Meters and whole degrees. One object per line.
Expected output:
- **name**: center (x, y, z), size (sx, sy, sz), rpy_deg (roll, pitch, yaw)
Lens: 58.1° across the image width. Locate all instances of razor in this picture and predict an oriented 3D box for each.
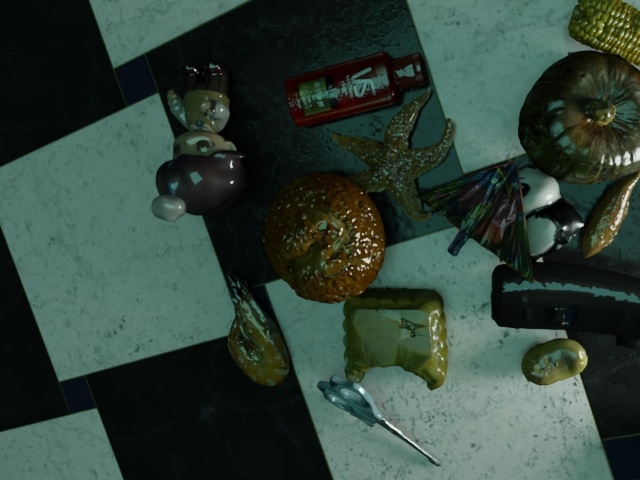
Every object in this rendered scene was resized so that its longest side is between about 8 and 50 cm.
- **razor**: center (0.516, 0.125, 1.177), size (0.327, 0.107, 0.189), rpy_deg (6, 145, 17)

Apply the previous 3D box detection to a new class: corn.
- **corn**: center (0.625, -0.378, 1.091), size (0.313, 0.102, 0.102), rpy_deg (27, 106, 12)

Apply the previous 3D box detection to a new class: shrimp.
- **shrimp**: center (-0.187, 0.233, 1.481), size (0.164, 0.062, 0.317), rpy_deg (-23, 94, 23)

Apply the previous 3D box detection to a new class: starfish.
- **starfish**: center (0.150, -0.186, 1.300), size (0.302, 0.060, 0.299), rpy_deg (0, 102, 19)

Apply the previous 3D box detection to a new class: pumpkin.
- **pumpkin**: center (0.508, -0.227, 1.086), size (0.260, 0.189, 0.260), rpy_deg (-1, 84, 6)

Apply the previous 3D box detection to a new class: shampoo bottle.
- **shampoo bottle**: center (0.075, -0.343, 1.288), size (0.314, 0.076, 0.118), rpy_deg (-10, 92, 19)

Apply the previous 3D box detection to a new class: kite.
- **kite**: center (0.339, -0.059, 1.170), size (0.321, 0.016, 0.234), rpy_deg (42, 110, 32)

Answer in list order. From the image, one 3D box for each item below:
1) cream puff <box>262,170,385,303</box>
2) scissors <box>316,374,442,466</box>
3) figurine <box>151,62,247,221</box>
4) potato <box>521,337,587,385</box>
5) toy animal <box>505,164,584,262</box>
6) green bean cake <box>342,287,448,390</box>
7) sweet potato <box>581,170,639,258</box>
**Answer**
- **cream puff**: center (0.000, 0.000, 1.293), size (0.303, 0.212, 0.303), rpy_deg (6, 105, 23)
- **scissors**: center (0.150, 0.443, 1.388), size (0.360, 0.029, 0.191), rpy_deg (39, 150, -3)
- **figurine**: center (-0.279, -0.234, 1.355), size (0.218, 0.206, 0.365), rpy_deg (-1, 97, 4)
- **potato**: center (0.506, 0.263, 1.252), size (0.138, 0.070, 0.091), rpy_deg (-25, 85, 19)
- **toy animal**: center (0.433, -0.053, 1.186), size (0.179, 0.138, 0.166), rpy_deg (56, 137, 11)
- **green bean cake**: center (0.170, 0.232, 1.329), size (0.236, 0.124, 0.233), rpy_deg (-1, 99, 18)
- **sweet potato**: center (0.594, -0.053, 1.181), size (0.068, 0.060, 0.206), rpy_deg (17, 106, -24)
